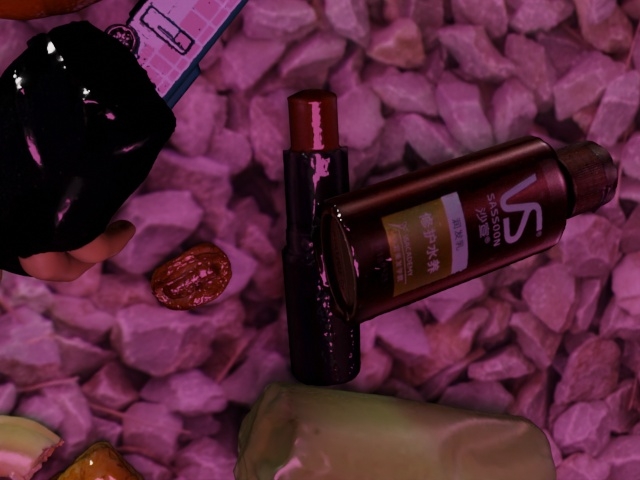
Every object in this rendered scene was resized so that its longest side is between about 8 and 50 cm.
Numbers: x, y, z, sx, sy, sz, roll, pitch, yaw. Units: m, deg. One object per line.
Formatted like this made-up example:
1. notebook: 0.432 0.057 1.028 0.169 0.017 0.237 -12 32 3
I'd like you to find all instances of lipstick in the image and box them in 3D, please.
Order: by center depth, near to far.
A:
1. lipstick: 0.000 0.000 0.957 0.081 0.081 0.299 -5 105 -11

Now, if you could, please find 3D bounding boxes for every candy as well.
1. candy: 0.081 0.234 0.976 0.343 0.142 0.132 11 121 -25

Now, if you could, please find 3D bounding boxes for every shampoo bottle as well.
1. shampoo bottle: 0.151 -0.023 0.941 0.323 0.084 0.129 -17 109 -25

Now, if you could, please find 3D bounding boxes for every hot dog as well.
1. hot dog: -0.130 0.037 0.962 0.083 0.035 0.058 -29 110 -4

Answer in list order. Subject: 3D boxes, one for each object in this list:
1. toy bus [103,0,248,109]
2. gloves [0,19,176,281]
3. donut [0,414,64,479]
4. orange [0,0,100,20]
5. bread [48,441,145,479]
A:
1. toy bus: -0.144 -0.187 0.887 0.092 0.079 0.160 39 91 -17
2. gloves: -0.246 -0.055 0.831 0.152 0.197 0.301 -18 151 -35
3. donut: -0.342 0.243 0.947 0.108 0.065 0.166 34 93 -16
4. orange: -0.243 -0.299 0.792 0.240 0.171 0.240 -3 104 -11
5. bread: -0.197 0.309 0.987 0.114 0.083 0.211 -39 106 3
